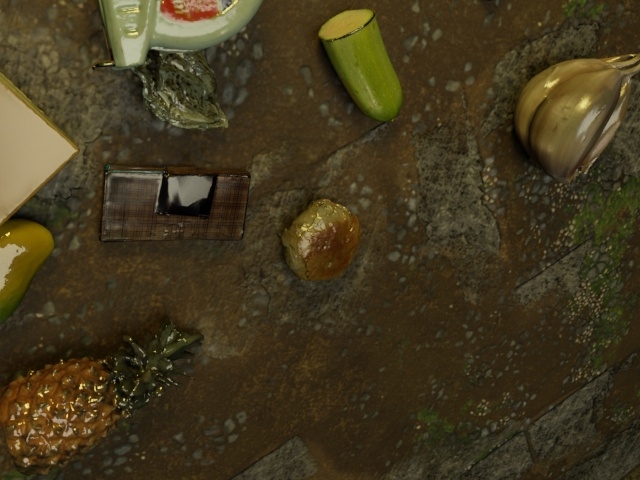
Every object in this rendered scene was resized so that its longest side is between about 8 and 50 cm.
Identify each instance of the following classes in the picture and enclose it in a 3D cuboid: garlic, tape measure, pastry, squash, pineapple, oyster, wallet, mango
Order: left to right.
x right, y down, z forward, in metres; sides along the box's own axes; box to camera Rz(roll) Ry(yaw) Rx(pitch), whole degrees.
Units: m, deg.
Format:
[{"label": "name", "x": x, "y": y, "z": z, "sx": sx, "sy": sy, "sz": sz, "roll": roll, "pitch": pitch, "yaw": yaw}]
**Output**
[{"label": "mango", "x": -0.471, "y": 0.044, "z": 0.925, "sx": 0.122, "sy": 0.085, "sz": 0.191, "roll": 32, "pitch": 89, "yaw": -20}, {"label": "pineapple", "x": -0.331, "y": 0.234, "z": 1.056, "sx": 0.341, "sy": 0.169, "sz": 0.169, "roll": -24, "pitch": 123, "yaw": -23}, {"label": "tape measure", "x": -0.190, "y": -0.352, "z": 0.830, "sx": 0.246, "sy": 0.125, "sz": 0.243, "roll": -14, "pitch": 108, "yaw": -20}, {"label": "wallet", "x": -0.224, "y": -0.055, "z": 1.025, "sx": 0.230, "sy": 0.042, "sz": 0.124, "roll": 0, "pitch": 117, "yaw": -25}, {"label": "oyster", "x": -0.204, "y": -0.224, "z": 0.942, "sx": 0.125, "sy": 0.064, "sz": 0.177, "roll": -34, "pitch": 116, "yaw": -25}, {"label": "pastry", "x": 0.004, "y": 0.003, "z": 1.147, "sx": 0.153, "sy": 0.081, "sz": 0.153, "roll": -10, "pitch": 114, "yaw": -24}, {"label": "squash", "x": 0.072, "y": -0.265, "z": 1.045, "sx": 0.095, "sy": 0.095, "sz": 0.188, "roll": -36, "pitch": 129, "yaw": -7}, {"label": "garlic", "x": 0.480, "y": -0.223, "z": 1.208, "sx": 0.238, "sy": 0.210, "sz": 0.291, "roll": 2, "pitch": 122, "yaw": -21}]

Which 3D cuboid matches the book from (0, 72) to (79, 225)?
[{"label": "book", "x": -0.539, "y": -0.076, "z": 0.818, "sx": 0.389, "sy": 0.032, "sz": 0.269, "roll": -43, "pitch": 112, "yaw": -2}]
